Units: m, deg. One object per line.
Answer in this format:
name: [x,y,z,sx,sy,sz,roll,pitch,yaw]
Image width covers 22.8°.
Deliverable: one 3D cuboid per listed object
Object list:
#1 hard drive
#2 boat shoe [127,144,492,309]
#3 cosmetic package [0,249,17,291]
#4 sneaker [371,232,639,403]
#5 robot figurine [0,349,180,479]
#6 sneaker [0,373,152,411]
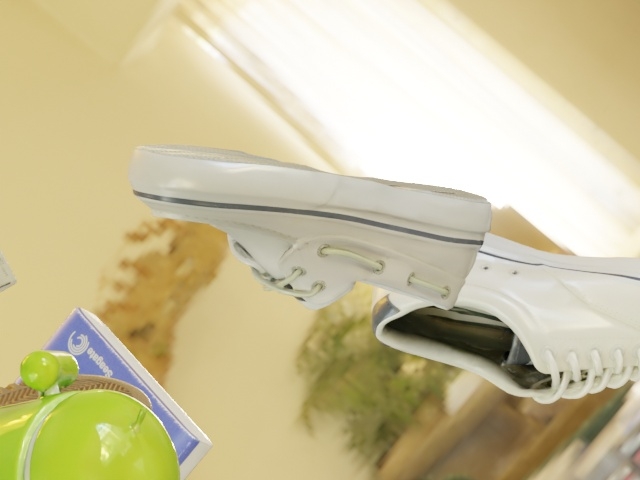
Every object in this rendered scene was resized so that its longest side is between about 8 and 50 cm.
hard drive: [-0.268,0.247,1.502,0.318,0.210,0.040,-50,-36,4]
boat shoe: [0.000,0.000,0.832,0.083,0.226,0.075,18,99,56]
cosmetic package: [-0.277,0.041,1.130,0.115,0.041,0.060,-27,3,38]
sneaker: [0.154,0.062,0.983,0.094,0.258,0.091,91,-168,-48]
robot figurine: [-0.101,0.093,0.598,0.115,0.101,0.067,-15,-7,40]
sneaker: [-0.221,0.198,0.984,0.282,0.099,0.153,-26,-56,-33]
